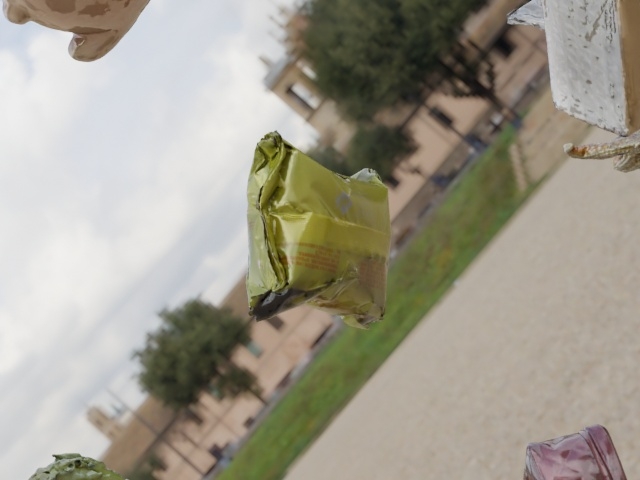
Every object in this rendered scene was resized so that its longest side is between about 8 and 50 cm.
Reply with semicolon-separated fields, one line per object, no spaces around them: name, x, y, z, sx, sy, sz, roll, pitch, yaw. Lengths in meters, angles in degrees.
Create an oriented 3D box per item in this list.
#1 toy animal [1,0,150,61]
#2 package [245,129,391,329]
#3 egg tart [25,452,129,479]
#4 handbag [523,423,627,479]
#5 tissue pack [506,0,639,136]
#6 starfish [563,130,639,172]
toy animal;-0.114;-0.296;1.034;0.345;0.247;0.277;-61;-18;1
package;0.000;0.000;1.246;0.226;0.090;0.168;16;-105;-57
egg tart;-0.213;0.293;1.259;0.078;0.197;0.197;-45;-2;22
handbag;0.379;0.373;2.029;0.135;0.146;0.225;-16;-35;-5
tissue pack;0.414;-0.306;1.745;0.305;0.238;0.238;-29;-12;-24
starfish;0.582;-0.137;2.226;0.327;0.375;0.094;-51;-34;-80
